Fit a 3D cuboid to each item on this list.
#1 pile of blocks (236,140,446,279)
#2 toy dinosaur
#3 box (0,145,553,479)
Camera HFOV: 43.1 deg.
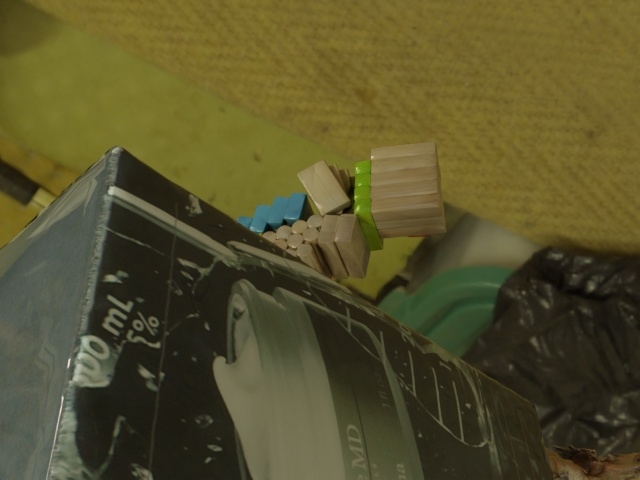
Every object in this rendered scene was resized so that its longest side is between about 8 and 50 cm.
[{"bbox_3d":[0.000,0.000,1.032,0.362,0.149,0.112,-25,141,-1],"label":"pile of blocks"},{"bbox_3d":[0.297,0.324,1.128,0.296,0.200,0.127,20,107,15],"label":"toy dinosaur"},{"bbox_3d":[-0.052,0.285,0.529,0.472,0.480,0.297,31,128,-33],"label":"box"}]
